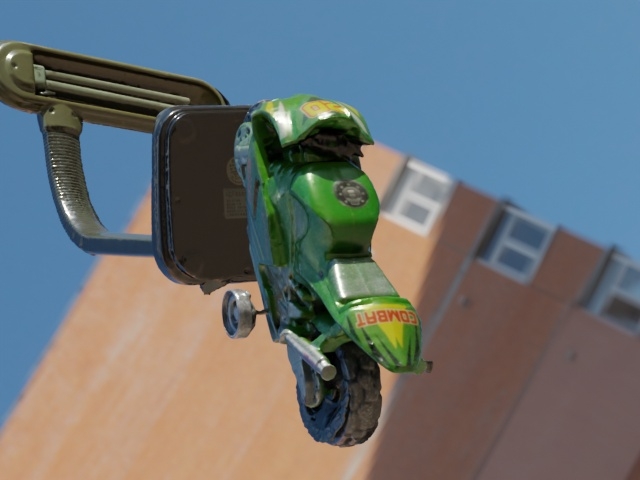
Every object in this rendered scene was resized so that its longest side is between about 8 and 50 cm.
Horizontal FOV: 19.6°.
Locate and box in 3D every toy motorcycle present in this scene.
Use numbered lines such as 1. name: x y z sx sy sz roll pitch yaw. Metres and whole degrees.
1. toy motorcycle: 0.000 0.000 0.873 0.074 0.190 0.106 -2 -32 -25

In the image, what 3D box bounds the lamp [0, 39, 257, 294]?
1. lamp: -0.090 -0.052 1.272 0.203 0.283 0.124 -4 -73 -36
